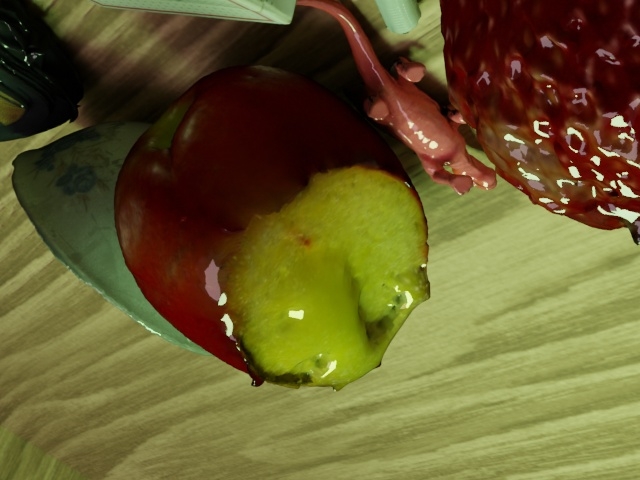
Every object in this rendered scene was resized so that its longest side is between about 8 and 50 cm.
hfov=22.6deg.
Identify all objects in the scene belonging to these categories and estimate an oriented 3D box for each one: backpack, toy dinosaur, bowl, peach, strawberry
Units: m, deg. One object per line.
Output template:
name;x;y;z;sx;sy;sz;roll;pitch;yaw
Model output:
backpack;-0.357;-0.185;1.665;0.206;0.133;0.258;-4;148;33
toy dinosaur;0.052;-0.135;1.462;0.286;0.070;0.139;39;174;-21
bowl;-0.158;-0.037;1.678;0.313;0.146;0.313;38;-164;-13
peach;-0.030;0.004;1.486;0.338;0.281;0.281;47;149;-19
strawberry;0.195;-0.153;1.023;0.310;0.291;0.292;29;155;-21

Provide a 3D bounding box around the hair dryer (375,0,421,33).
hair dryer;0.031;-0.243;1.269;0.131;0.073;0.236;15;161;27

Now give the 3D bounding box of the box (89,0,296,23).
box;-0.183;-0.257;1.237;0.210;0.095;0.330;10;176;32
